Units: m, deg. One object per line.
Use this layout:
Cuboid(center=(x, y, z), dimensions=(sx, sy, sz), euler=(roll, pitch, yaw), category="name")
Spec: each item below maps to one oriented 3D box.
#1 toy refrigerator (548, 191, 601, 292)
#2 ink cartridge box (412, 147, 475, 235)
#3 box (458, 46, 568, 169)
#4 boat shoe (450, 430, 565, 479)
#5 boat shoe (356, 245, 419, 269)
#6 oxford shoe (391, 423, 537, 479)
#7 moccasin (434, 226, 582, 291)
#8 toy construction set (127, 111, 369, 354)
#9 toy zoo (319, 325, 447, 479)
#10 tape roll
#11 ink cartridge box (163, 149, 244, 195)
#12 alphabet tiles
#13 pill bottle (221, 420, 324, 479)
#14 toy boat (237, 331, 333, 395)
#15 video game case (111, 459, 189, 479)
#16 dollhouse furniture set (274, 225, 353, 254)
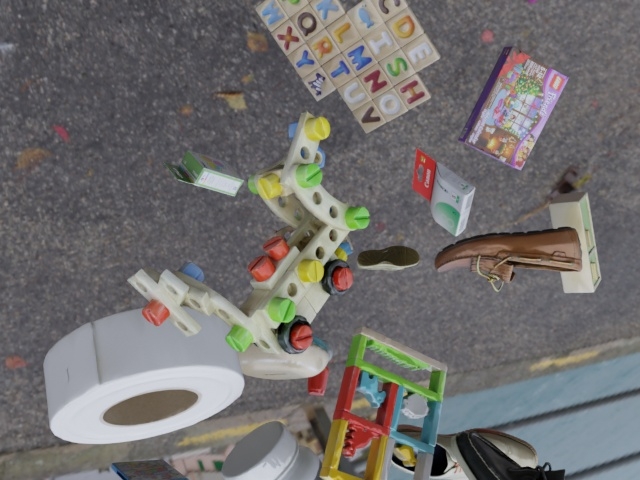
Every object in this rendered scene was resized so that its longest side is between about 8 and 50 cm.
Cuboid(center=(0.732, 0.006, 1.905), dimensions=(0.102, 0.094, 0.270), euler=(-30, 111, -51), category="toy refrigerator")
Cuboid(center=(0.344, -0.142, 1.971), dimensions=(0.056, 0.224, 0.181), euler=(-37, 149, -25), category="ink cartridge box")
Cuboid(center=(0.551, -0.376, 1.913), dimensions=(0.200, 0.057, 0.293), euler=(22, 100, -16), category="box")
Cuboid(center=(0.360, 0.414, 1.055), dimensions=(0.113, 0.340, 0.127), euler=(-50, 163, 19), category="boat shoe")
Cuboid(center=(0.166, 0.048, 1.641), dimensions=(0.152, 0.056, 0.048), euler=(-6, 161, -3), category="boat shoe")
Cuboid(center=(0.351, 0.554, 1.675), dimensions=(0.396, 0.141, 0.146), euler=(1, 180, 4), category="oxford shoe")
Cuboid(center=(0.495, 0.057, 1.782), dimensions=(0.379, 0.147, 0.139), euler=(-5, 169, 13), category="moccasin")
Cuboid(center=(-0.067, 0.015, 0.844), dimensions=(0.327, 0.151, 0.215), euler=(-44, 120, -20), category="toy construction set")
Cuboid(center=(0.106, 0.311, 1.091), dimensions=(0.192, 0.293, 0.030), euler=(28, 151, -22), category="toy zoo")
Cuboid(center=(-0.262, 0.207, 1.003), dimensions=(0.286, 0.100, 0.286), euler=(-14, 151, -8), category="tape roll")
Cuboid(center=(-0.336, -0.201, 1.932), dimensions=(0.209, 0.109, 0.062), euler=(13, 115, -46), category="ink cartridge box")
Cuboid(center=(0.043, -0.270, 0.922), dimensions=(0.198, 0.237, 0.009), euler=(-25, -163, 38), category="alphabet tiles")
Cuboid(center=(-0.048, 0.597, 1.497), dimensions=(0.204, 0.204, 0.361), euler=(-35, 102, 4), category="pill bottle")
Cuboid(center=(-0.072, 0.286, 1.693), dimensions=(0.267, 0.148, 0.318), euler=(-8, 151, 32), category="toy boat")
Cuboid(center=(-0.366, 0.499, 1.429), dimensions=(0.119, 0.166, 0.015), euler=(8, 85, -32), category="video game case")
Cuboid(center=(0.000, 0.000, 1.718), dimensions=(0.183, 0.129, 0.129), euler=(-25, 100, -22), category="dollhouse furniture set")
